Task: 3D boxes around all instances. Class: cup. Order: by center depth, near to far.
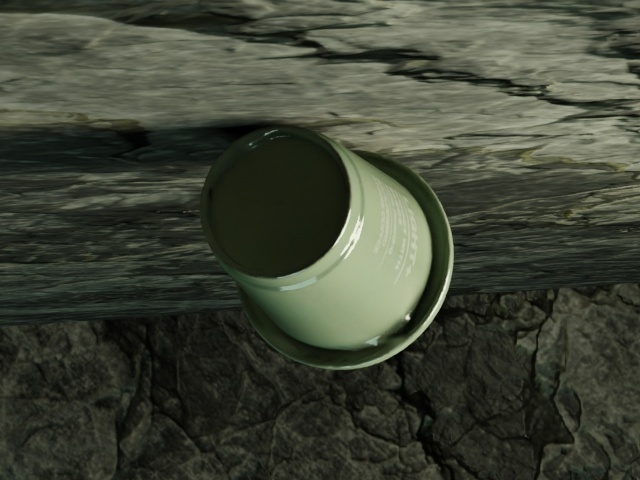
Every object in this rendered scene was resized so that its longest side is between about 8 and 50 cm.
[{"bbox_3d":[0.000,0.000,0.965,0.120,0.120,0.141,-4,167,14],"label":"cup"}]
